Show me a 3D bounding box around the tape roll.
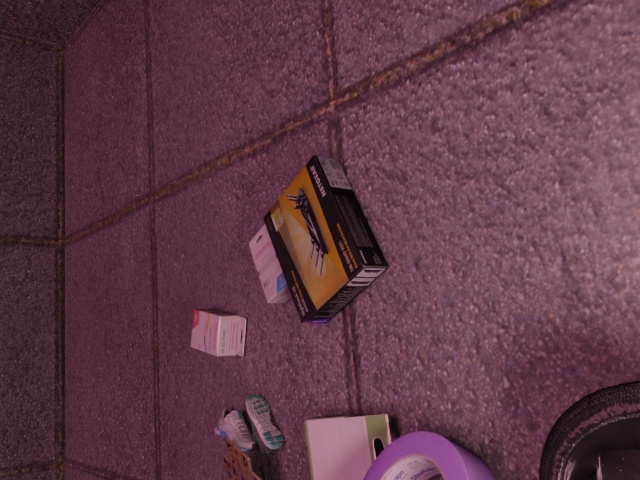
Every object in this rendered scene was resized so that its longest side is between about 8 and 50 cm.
[{"bbox_3d":[0.177,0.478,1.056,0.275,0.090,0.275,-42,27,28],"label":"tape roll"}]

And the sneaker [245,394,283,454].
[{"bbox_3d":[-0.159,0.477,1.576,0.167,0.064,0.076,59,134,37],"label":"sneaker"}]

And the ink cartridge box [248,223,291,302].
[{"bbox_3d":[-0.112,0.056,1.550,0.104,0.060,0.180,-45,55,39],"label":"ink cartridge box"}]

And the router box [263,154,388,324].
[{"bbox_3d":[0.000,0.000,1.405,0.243,0.081,0.309,-48,53,37],"label":"router box"}]

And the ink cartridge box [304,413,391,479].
[{"bbox_3d":[0.073,0.458,1.303,0.235,0.056,0.171,-18,74,37],"label":"ink cartridge box"}]

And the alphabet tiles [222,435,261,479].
[{"bbox_3d":[-0.196,0.628,1.580,0.198,0.009,0.237,20,124,49],"label":"alphabet tiles"}]

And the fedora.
[{"bbox_3d":[0.459,0.323,0.769,0.334,0.152,0.334,-5,82,43],"label":"fedora"}]

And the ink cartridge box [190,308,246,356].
[{"bbox_3d":[-0.293,0.263,1.746,0.198,0.067,0.116,2,88,50],"label":"ink cartridge box"}]

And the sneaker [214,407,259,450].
[{"bbox_3d":[-0.225,0.504,1.646,0.190,0.071,0.083,12,90,51],"label":"sneaker"}]
